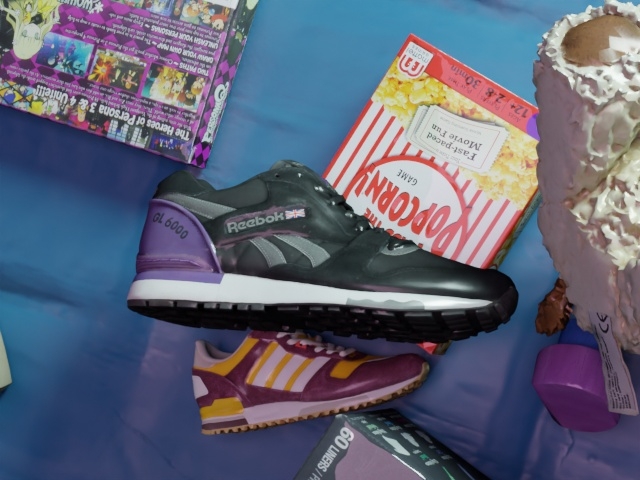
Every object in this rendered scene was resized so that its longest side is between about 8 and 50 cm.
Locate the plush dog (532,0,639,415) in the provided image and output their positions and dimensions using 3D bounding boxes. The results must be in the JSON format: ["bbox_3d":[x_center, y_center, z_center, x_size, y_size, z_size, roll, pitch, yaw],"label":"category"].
[{"bbox_3d":[0.263,-0.019,0.863,0.225,0.211,0.262,-15,59,-19],"label":"plush dog"}]

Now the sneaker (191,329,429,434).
[{"bbox_3d":[-0.012,0.093,1.000,0.185,0.069,0.084,-13,81,14],"label":"sneaker"}]

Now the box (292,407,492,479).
[{"bbox_3d":[0.092,0.257,0.910,0.270,0.143,0.165,34,96,17],"label":"box"}]

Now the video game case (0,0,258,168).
[{"bbox_3d":[-0.169,-0.190,1.093,0.232,0.042,0.210,18,90,19],"label":"video game case"}]

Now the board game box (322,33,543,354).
[{"bbox_3d":[0.080,-0.034,0.994,0.146,0.045,0.193,33,95,18],"label":"board game box"}]

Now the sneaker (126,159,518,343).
[{"bbox_3d":[0.000,0.000,0.942,0.283,0.107,0.124,4,76,16],"label":"sneaker"}]

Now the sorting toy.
[{"bbox_3d":[0.332,0.088,0.890,0.365,0.127,0.126,9,58,21],"label":"sorting toy"}]

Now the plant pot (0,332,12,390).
[{"bbox_3d":[-0.318,0.102,1.084,0.109,0.109,0.096,-32,88,12],"label":"plant pot"}]
